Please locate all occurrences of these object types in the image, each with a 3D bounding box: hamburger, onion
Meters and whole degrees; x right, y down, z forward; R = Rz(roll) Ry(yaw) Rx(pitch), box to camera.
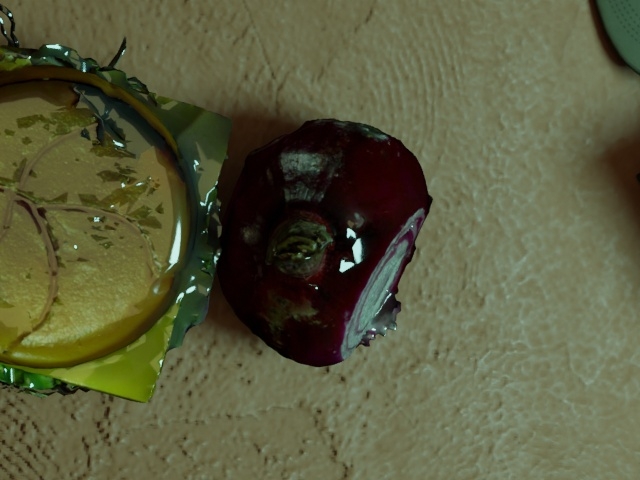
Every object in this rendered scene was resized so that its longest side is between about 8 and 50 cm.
[{"bbox_3d":[-0.183,-0.019,0.953,0.243,0.138,0.262,20,90,-10],"label":"hamburger"},{"bbox_3d":[-0.014,-0.006,0.967,0.135,0.198,0.173,23,92,19],"label":"onion"}]

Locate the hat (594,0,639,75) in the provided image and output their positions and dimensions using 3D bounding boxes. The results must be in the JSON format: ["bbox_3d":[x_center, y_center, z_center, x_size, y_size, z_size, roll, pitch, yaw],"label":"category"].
[{"bbox_3d":[0.279,-0.239,0.994,0.214,0.149,0.245,-10,81,21],"label":"hat"}]

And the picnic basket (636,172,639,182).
[{"bbox_3d":[0.372,-0.027,1.063,0.196,0.134,0.154,-31,99,-8],"label":"picnic basket"}]
